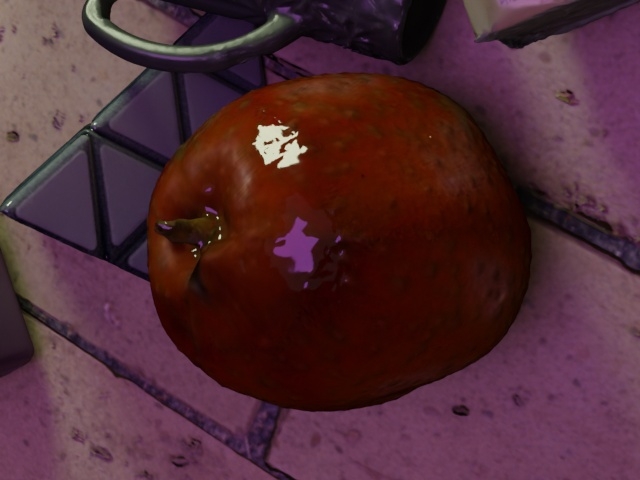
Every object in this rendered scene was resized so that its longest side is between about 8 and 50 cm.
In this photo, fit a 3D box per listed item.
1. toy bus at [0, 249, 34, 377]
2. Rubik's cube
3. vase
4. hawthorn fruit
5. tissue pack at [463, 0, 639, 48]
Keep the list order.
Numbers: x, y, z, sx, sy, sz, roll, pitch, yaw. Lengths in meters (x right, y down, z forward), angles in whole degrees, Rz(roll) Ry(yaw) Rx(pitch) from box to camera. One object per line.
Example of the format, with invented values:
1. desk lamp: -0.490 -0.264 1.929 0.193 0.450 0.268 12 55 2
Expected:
1. toy bus: -0.370 0.049 1.560 0.142 0.142 0.202 -18 91 35
2. Rubik's cube: -0.149 -0.047 1.423 0.233 0.229 0.228 89 170 -50
3. vase: -0.054 -0.227 1.332 0.301 0.156 0.251 23 69 17
4. hawthorn fruit: 0.000 0.000 1.275 0.275 0.300 0.275 -4 84 48
5. tissue pack: 0.199 -0.373 1.136 0.332 0.205 0.404 -20 90 26
